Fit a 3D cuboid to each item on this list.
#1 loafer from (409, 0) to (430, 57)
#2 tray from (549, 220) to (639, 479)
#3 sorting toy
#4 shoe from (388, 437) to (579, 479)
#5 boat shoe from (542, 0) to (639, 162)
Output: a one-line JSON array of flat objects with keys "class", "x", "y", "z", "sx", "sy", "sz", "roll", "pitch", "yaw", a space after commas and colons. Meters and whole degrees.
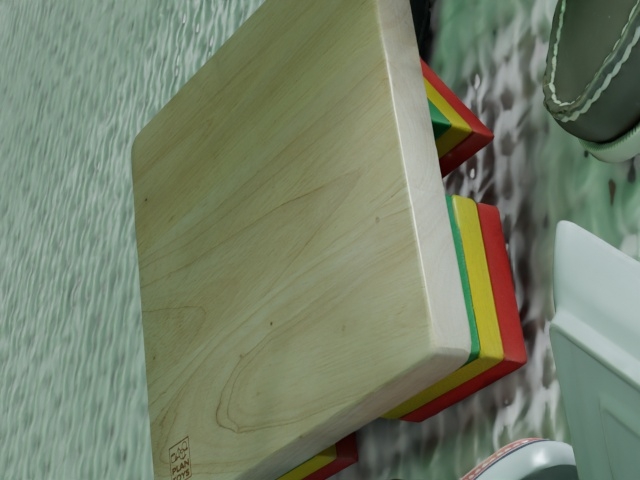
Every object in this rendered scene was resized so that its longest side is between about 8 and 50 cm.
[{"class": "loafer", "x": 0.026, "y": -0.176, "z": 0.954, "sx": 0.076, "sy": 0.078, "sz": 0.223, "roll": -29, "pitch": 47, "yaw": 51}, {"class": "tray", "x": 0.148, "y": 0.099, "z": 0.494, "sx": 0.270, "sy": 0.030, "sz": 0.145, "roll": -140, "pitch": 32, "yaw": -62}, {"class": "sorting toy", "x": 0.000, "y": 0.000, "z": 0.829, "sx": 0.257, "sy": 0.089, "sz": 0.255, "roll": -38, "pitch": 50, "yaw": 45}, {"class": "shoe", "x": 0.053, "y": 0.134, "z": 0.699, "sx": 0.178, "sy": 0.063, "sz": 0.081, "roll": -56, "pitch": 34, "yaw": 31}, {"class": "boat shoe", "x": 0.162, "y": -0.190, "z": 0.705, "sx": 0.109, "sy": 0.091, "sz": 0.305, "roll": 14, "pitch": 83, "yaw": 63}]
